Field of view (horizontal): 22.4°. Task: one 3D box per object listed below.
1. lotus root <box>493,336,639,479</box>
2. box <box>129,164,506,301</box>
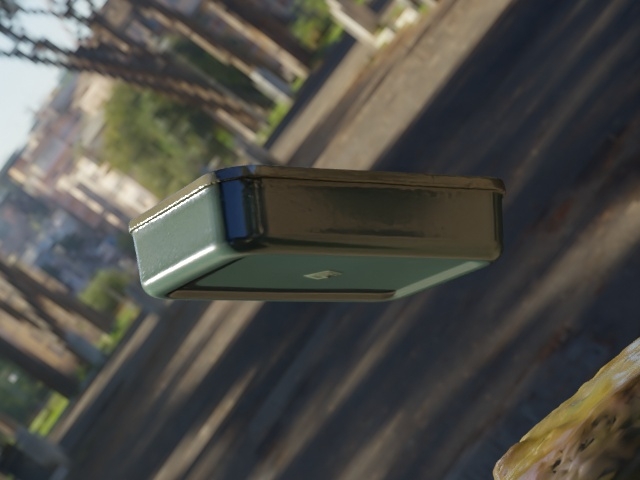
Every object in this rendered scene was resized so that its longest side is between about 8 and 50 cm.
[{"bbox_3d":[0.143,0.133,0.426,0.074,0.261,0.170,-38,27,-4],"label":"lotus root"},{"bbox_3d":[0.000,0.000,0.595,0.091,0.126,0.031,-25,68,54],"label":"box"}]
